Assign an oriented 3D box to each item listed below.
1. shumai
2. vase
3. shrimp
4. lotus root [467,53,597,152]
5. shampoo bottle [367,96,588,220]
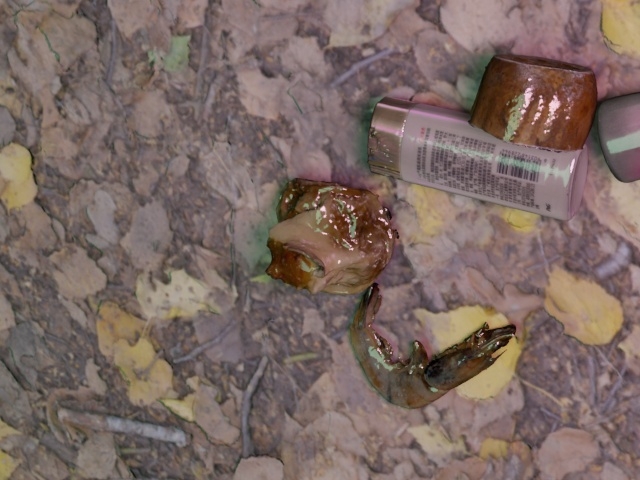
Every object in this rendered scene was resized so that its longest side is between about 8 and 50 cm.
[{"bbox_3d":[0.000,0.004,2.143,0.145,0.116,0.145,8,108,24],"label":"shumai"},{"bbox_3d":[0.381,-0.121,1.927,0.214,0.086,0.086,-14,101,26],"label":"vase"},{"bbox_3d":[0.112,0.099,2.173,0.195,0.035,0.148,-33,89,34],"label":"shrimp"},{"bbox_3d":[0.212,-0.140,1.987,0.122,0.112,0.081,7,104,-8],"label":"lotus root"},{"bbox_3d":[0.161,-0.086,2.063,0.227,0.056,0.086,14,116,22],"label":"shampoo bottle"}]
